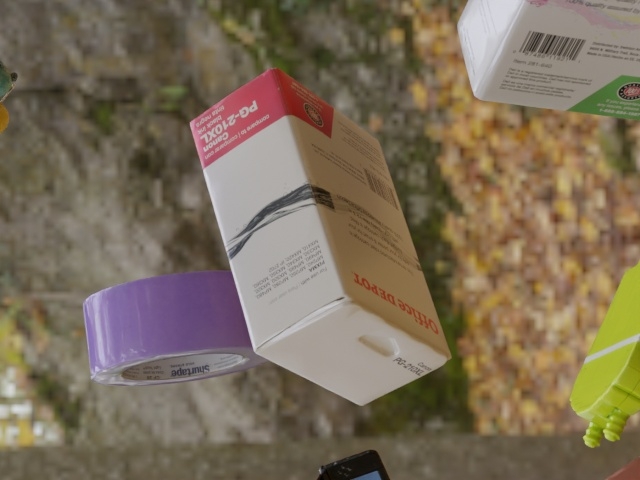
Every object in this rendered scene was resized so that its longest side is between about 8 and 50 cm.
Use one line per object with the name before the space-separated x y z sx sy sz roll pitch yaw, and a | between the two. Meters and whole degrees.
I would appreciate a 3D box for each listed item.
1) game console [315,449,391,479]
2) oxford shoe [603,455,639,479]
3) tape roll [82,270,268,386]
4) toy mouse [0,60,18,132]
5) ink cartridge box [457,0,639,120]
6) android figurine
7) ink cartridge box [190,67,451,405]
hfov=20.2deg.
game console | 0.047 0.378 2.456 0.085 0.124 0.144 -101 -11 -60
oxford shoe | 0.453 0.259 1.898 0.146 0.397 0.140 54 177 36
tape roll | -0.144 0.091 1.821 0.189 0.189 0.080 66 -165 -76
toy mouse | -0.366 -0.141 1.937 0.161 0.031 0.143 -56 -8 -25
ink cartridge box | 0.277 -0.256 1.713 0.278 0.201 0.117 114 155 -46
android figurine | 0.354 0.100 1.968 0.273 0.056 0.248 -65 6 -19
ink cartridge box | 0.000 0.000 1.504 0.172 0.100 0.237 31 -146 -50
